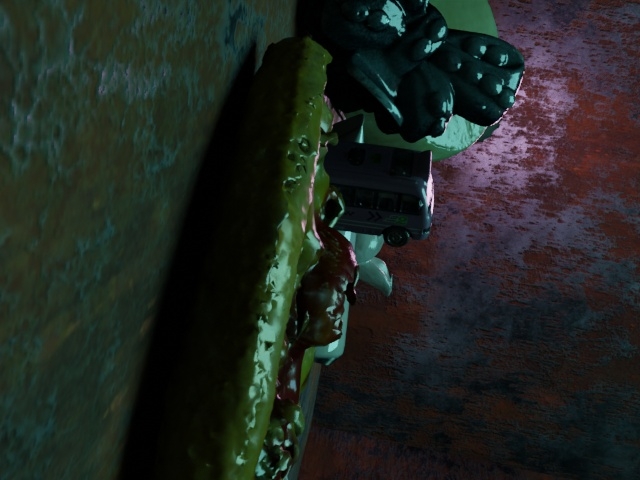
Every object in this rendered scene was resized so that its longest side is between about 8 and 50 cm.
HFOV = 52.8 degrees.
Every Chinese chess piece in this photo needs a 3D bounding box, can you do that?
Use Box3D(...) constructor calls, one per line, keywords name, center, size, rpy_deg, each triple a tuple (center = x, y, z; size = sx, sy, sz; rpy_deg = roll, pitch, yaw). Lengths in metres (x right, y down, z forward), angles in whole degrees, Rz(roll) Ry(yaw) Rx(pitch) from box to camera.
Box3D(name="Chinese chess piece", center=(0.166, -0.308, 1.107), size=(0.349, 0.146, 0.350), rpy_deg=(-2, 92, -44))

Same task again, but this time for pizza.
Box3D(name="pizza", center=(-0.034, 0.080, 0.609), size=(0.406, 0.130, 0.440), rpy_deg=(82, 19, -70))

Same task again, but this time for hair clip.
Box3D(name="hair clip", center=(0.098, -0.247, 0.795), size=(0.206, 0.310, 0.194), rpy_deg=(-44, -151, -4))

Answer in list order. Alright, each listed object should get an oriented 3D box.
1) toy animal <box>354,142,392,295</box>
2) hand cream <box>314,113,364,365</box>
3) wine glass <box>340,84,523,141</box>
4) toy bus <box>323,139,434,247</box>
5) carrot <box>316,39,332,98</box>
Box3D(name="toy animal", center=(0.072, -0.051, 1.216), size=(0.154, 0.208, 0.326), rpy_deg=(16, -70, 54))
Box3D(name="hand cream", center=(0.000, 0.000, 0.961), size=(0.185, 0.117, 0.359), rpy_deg=(-178, -82, -69))
Box3D(name="wine glass", center=(0.219, -0.321, 1.354), size=(0.190, 0.356, 0.191), rpy_deg=(-170, -90, -85))
Box3D(name="toy bus", center=(0.045, -0.068, 0.808), size=(0.096, 0.198, 0.108), rpy_deg=(-76, 171, -47))
Box3D(name="carrot", center=(0.027, -0.301, 0.896), size=(0.067, 0.067, 0.225), rpy_deg=(-73, 171, -56))
